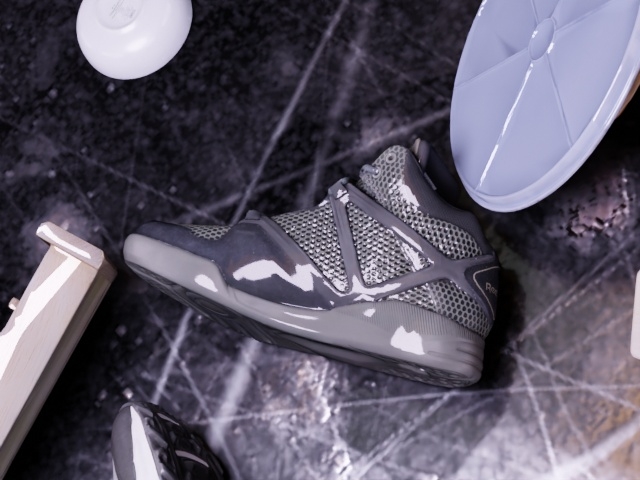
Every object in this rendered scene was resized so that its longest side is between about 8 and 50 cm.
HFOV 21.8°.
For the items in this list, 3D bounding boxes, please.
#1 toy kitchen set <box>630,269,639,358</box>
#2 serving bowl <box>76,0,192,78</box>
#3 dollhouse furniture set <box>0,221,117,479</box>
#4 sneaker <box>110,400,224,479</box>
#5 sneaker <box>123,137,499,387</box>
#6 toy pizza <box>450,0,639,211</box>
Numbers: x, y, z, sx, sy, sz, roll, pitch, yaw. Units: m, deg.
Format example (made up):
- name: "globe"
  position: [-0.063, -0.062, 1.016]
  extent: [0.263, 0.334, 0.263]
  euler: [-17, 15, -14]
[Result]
- name: "toy kitchen set"
  position: [0.260, -0.047, 0.920]
  extent: [0.122, 0.166, 0.207]
  euler: [10, 111, 24]
- name: "serving bowl"
  position: [-0.130, -0.152, 1.121]
  extent: [0.083, 0.027, 0.083]
  euler: [-6, 69, 17]
- name: "dollhouse furniture set"
  position: [-0.270, 0.025, 1.012]
  extent: [0.242, 0.212, 0.161]
  euler: [29, 83, 0]
- name: "sneaker"
  position: [-0.092, 0.219, 0.932]
  extent: [0.108, 0.100, 0.271]
  euler: [-19, 65, 19]
- name: "sneaker"
  position: [0.000, 0.000, 0.986]
  extent: [0.228, 0.087, 0.130]
  euler: [11, 73, 21]
- name: "toy pizza"
  position: [0.139, -0.109, 0.949]
  extent: [0.201, 0.032, 0.201]
  euler: [-49, 31, 42]
